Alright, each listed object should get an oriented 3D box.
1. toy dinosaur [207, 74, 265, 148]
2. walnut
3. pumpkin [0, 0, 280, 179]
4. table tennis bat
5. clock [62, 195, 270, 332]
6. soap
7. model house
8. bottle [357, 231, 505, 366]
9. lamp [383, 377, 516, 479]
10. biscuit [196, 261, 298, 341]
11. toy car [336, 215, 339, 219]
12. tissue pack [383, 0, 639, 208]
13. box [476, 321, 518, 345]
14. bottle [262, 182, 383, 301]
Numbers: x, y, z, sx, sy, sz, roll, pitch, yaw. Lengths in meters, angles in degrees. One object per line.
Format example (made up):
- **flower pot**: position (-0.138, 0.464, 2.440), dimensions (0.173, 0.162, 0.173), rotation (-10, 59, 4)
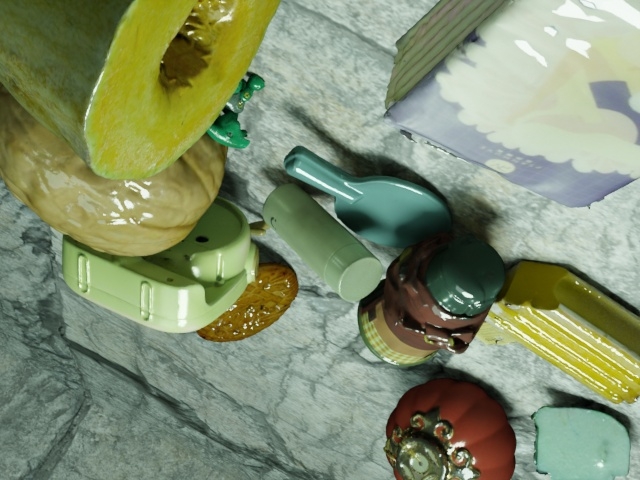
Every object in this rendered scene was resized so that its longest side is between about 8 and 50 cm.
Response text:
- **toy dinosaur**: position (-0.124, -0.178, 1.338), dimensions (0.132, 0.096, 0.059), rotation (41, 152, -27)
- **walnut**: position (-0.269, -0.127, 1.379), dimensions (0.313, 0.277, 0.252), rotation (38, 143, -22)
- **pumpkin**: position (-0.187, -0.238, 1.040), dimensions (0.199, 0.332, 0.332), rotation (32, 155, 7)
- **table tennis bat**: position (0.059, -0.053, 1.397), dimensions (0.244, 0.040, 0.153), rotation (28, 148, -22)
- **clock**: position (-0.201, 0.006, 1.567), dimensions (0.235, 0.308, 0.096), rotation (20, 122, 23)
- **soap**: position (0.335, 0.118, 1.412), dimensions (0.232, 0.073, 0.140), rotation (33, 153, -5)
- **model house**: position (0.402, 0.317, 1.689), dimensions (0.148, 0.120, 0.148), rotation (0, 172, 10)
- **bottle**: position (0.146, 0.080, 1.414), dimensions (0.156, 0.143, 0.271), rotation (69, 157, 12)
- **lamp**: position (0.217, 0.337, 1.796), dimensions (0.226, 0.227, 0.227), rotation (24, 154, 13)
- **biscuit**: position (-0.119, 0.105, 1.767), dimensions (0.027, 0.187, 0.188), rotation (58, 169, 31)
- **toy car**: position (0.057, -0.046, 1.463), dimensions (0.041, 0.025, 0.093), rotation (26, 145, -17)
- **tissue pack**: position (0.231, -0.159, 0.923), dimensions (0.242, 0.125, 0.343), rotation (23, 157, -15)
- **box**: position (0.220, 0.103, 1.568), dimensions (0.149, 0.020, 0.073), rotation (41, 152, -22)
- **bottle**: position (0.000, 0.000, 1.461), dimensions (0.201, 0.072, 0.072), rotation (44, 170, 44)
